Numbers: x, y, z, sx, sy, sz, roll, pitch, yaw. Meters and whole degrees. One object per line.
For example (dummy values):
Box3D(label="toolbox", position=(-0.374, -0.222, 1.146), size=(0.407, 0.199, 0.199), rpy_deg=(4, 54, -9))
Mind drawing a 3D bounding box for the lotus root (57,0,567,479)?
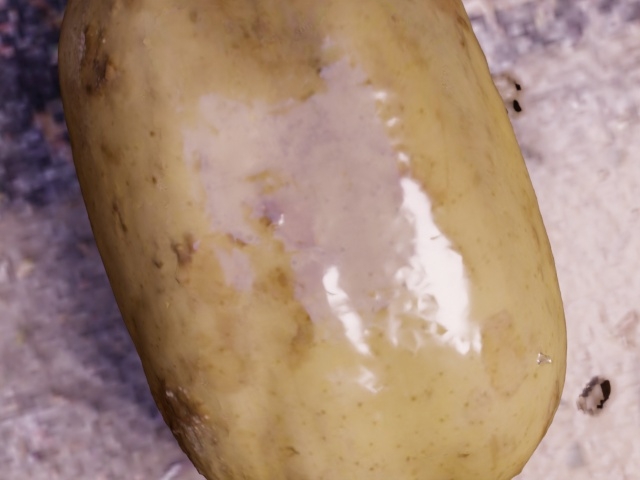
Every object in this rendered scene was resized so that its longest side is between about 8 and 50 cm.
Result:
Box3D(label="lotus root", position=(0.000, 0.000, 0.641), size=(0.160, 0.146, 0.284), rpy_deg=(-16, 99, 19))
